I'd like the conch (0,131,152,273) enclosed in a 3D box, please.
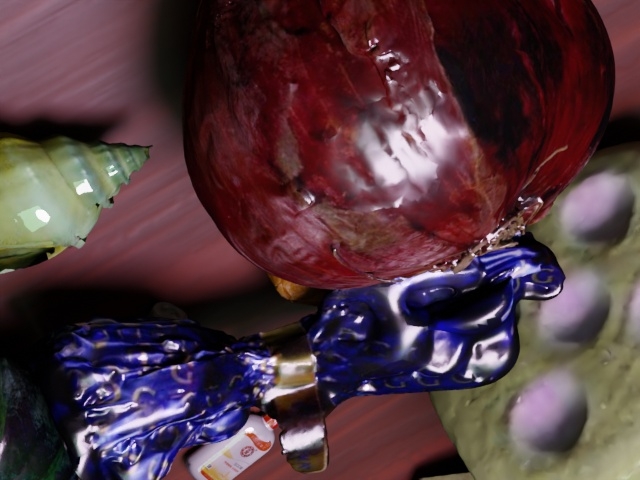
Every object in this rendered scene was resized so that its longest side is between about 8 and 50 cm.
[{"bbox_3d":[-0.197,-0.017,1.013,0.200,0.079,0.095,-18,143,12],"label":"conch"}]

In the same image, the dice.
[{"bbox_3d":[0.243,0.100,1.152,0.250,0.254,0.252,-45,128,13],"label":"dice"}]

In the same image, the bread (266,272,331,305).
[{"bbox_3d":[0.000,0.000,1.114,0.085,0.053,0.085,-6,131,-7],"label":"bread"}]

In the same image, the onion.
[{"bbox_3d":[0.053,-0.092,0.976,0.281,0.281,0.221,6,164,-25],"label":"onion"}]

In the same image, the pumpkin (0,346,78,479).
[{"bbox_3d":[-0.254,0.151,1.065,0.202,0.140,0.202,-9,125,-12],"label":"pumpkin"}]

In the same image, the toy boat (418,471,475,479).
[{"bbox_3d":[0.129,0.213,1.293,0.185,0.089,0.071,-5,80,-15],"label":"toy boat"}]

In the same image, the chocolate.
[{"bbox_3d":[-0.006,0.075,1.076,0.343,0.126,0.148,-16,93,-7],"label":"chocolate"}]

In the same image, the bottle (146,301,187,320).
[{"bbox_3d":[-0.117,0.082,1.140,0.030,0.030,0.083,12,118,-28],"label":"bottle"}]

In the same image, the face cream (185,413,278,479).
[{"bbox_3d":[-0.058,0.148,1.216,0.083,0.021,0.040,-39,129,7],"label":"face cream"}]
